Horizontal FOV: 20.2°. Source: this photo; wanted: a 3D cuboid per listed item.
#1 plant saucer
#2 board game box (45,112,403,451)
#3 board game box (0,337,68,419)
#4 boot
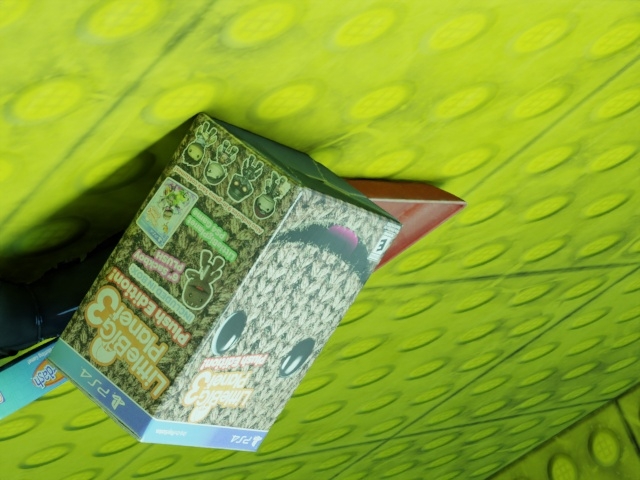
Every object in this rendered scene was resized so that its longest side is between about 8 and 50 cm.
[{"bbox_3d":[0.000,0.000,2.088,0.258,0.048,0.259,-37,157,35],"label":"plant saucer"},{"bbox_3d":[-0.091,0.049,1.794,0.291,0.141,0.232,-57,153,9],"label":"board game box"},{"bbox_3d":[-0.333,0.156,1.968,0.160,0.047,0.210,-25,-177,41],"label":"board game box"},{"bbox_3d":[-0.278,0.050,1.826,0.207,0.094,0.246,-22,168,8],"label":"boot"}]
